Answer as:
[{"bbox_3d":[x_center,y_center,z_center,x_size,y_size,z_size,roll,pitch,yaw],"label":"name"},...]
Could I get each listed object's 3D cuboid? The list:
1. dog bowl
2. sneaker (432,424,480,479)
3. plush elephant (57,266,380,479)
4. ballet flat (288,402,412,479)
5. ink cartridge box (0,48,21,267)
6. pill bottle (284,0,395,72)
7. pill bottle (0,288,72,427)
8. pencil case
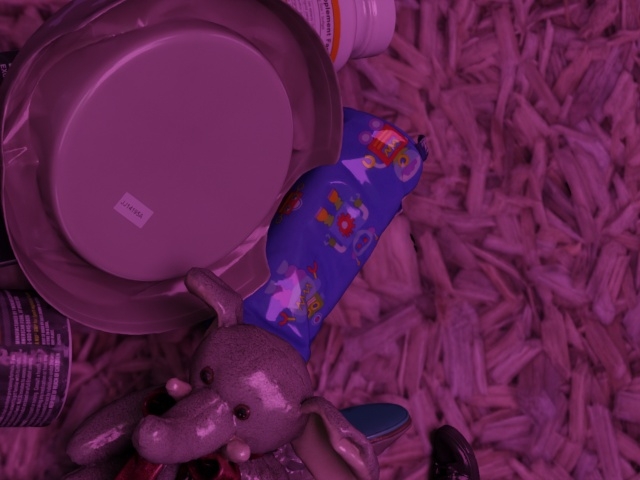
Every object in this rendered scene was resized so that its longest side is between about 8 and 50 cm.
[{"bbox_3d":[-0.149,-0.087,1.113,0.348,0.102,0.349,-18,124,-28],"label":"dog bowl"},{"bbox_3d":[0.147,0.310,1.384,0.089,0.051,0.170,-24,102,-33],"label":"sneaker"},{"bbox_3d":[-0.098,0.188,1.078,0.272,0.255,0.330,37,47,25],"label":"plush elephant"},{"bbox_3d":[0.005,0.234,1.311,0.213,0.072,0.068,-11,119,-29],"label":"ballet flat"},{"bbox_3d":[-0.307,-0.080,1.162,0.208,0.045,0.206,-14,93,-31],"label":"ink cartridge box"},{"bbox_3d":[-0.048,-0.235,1.266,0.245,0.136,0.136,-12,92,-30],"label":"pill bottle"},{"bbox_3d":[-0.360,0.104,1.068,0.245,0.130,0.130,5,84,-29],"label":"pill bottle"},{"bbox_3d":[0.000,0.000,1.286,0.133,0.119,0.306,42,68,-26],"label":"pencil case"}]
